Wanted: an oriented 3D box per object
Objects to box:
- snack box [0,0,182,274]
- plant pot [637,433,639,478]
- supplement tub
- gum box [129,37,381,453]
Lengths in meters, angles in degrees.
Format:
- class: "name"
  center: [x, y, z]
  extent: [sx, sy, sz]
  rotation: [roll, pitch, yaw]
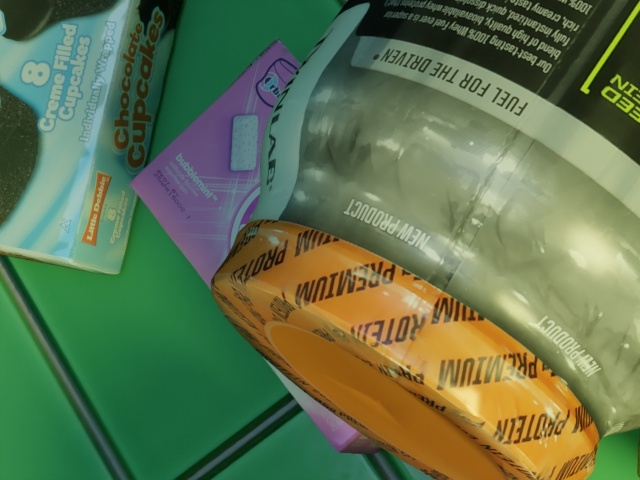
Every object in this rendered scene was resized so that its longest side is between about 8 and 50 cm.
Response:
- class: "snack box"
  center: [-0.171, -0.154, 0.737]
  extent: [0.187, 0.060, 0.322]
  rotation: [10, 84, 21]
- class: "plant pot"
  center: [0.183, 0.081, 0.563]
  extent: [0.081, 0.081, 0.083]
  rotation: [34, 105, 21]
- class: "supplement tub"
  center: [0.108, -0.064, 0.510]
  extent: [0.193, 0.193, 0.316]
  rotation: [30, 73, 22]
- class: "gum box"
  center: [0.000, 0.000, 0.648]
  extent: [0.107, 0.062, 0.188]
  rotation: [-43, 70, 8]
